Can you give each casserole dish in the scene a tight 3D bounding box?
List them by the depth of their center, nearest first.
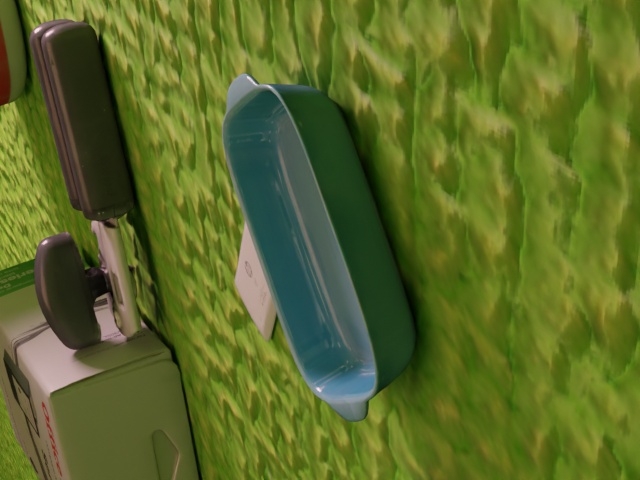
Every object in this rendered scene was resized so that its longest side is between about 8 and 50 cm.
[{"bbox_3d":[0.000,0.000,0.587,0.114,0.037,0.188,-23,87,67],"label":"casserole dish"}]

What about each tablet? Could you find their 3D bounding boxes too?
[{"bbox_3d":[-0.041,0.025,0.736,0.054,0.006,0.083,59,153,28],"label":"tablet"}]

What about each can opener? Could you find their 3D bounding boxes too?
[{"bbox_3d":[-0.212,-0.040,0.954,0.076,0.095,0.283,26,130,58],"label":"can opener"}]

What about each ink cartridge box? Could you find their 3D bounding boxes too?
[{"bbox_3d":[-0.236,0.159,1.122,0.289,0.121,0.211,32,136,56],"label":"ink cartridge box"}]

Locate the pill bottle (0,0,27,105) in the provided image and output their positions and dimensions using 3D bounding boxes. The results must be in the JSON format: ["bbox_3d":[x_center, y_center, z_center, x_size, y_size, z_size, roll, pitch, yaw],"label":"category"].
[{"bbox_3d":[-0.507,-0.203,1.151,0.210,0.363,0.210,47,146,45],"label":"pill bottle"}]
